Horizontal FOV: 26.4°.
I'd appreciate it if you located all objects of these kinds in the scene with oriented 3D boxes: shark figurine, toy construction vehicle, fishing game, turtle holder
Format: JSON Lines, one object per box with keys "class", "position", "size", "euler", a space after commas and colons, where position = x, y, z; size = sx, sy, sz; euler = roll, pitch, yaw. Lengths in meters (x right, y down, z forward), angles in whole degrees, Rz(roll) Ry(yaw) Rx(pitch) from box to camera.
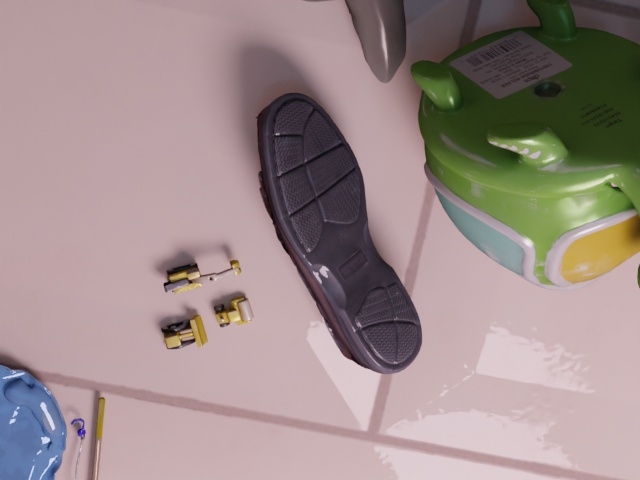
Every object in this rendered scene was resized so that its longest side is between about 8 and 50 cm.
{"class": "shark figurine", "position": [-0.009, -0.285, 1.304], "size": [0.278, 0.116, 0.166], "euler": [28, 99, -11]}
{"class": "toy construction vehicle", "position": [-0.123, 0.068, 1.419], "size": [0.098, 0.035, 0.086], "euler": [-13, 104, 0]}
{"class": "fishing game", "position": [-0.361, 0.211, 1.440], "size": [0.264, 0.041, 0.189], "euler": [0, 104, -11]}
{"class": "turtle holder", "position": [0.247, -0.070, 1.281], "size": [0.320, 0.243, 0.227], "euler": [15, 136, 29]}

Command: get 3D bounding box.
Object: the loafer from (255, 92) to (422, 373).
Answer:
{"class": "loafer", "position": [0.000, 0.000, 1.382], "size": [0.109, 0.095, 0.302], "euler": [-31, 102, -31]}
